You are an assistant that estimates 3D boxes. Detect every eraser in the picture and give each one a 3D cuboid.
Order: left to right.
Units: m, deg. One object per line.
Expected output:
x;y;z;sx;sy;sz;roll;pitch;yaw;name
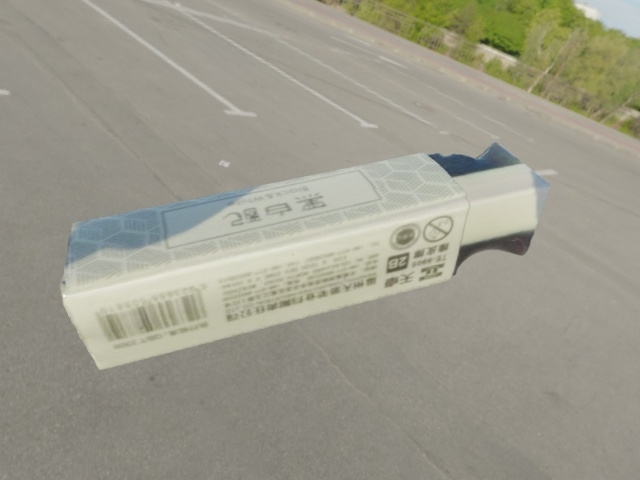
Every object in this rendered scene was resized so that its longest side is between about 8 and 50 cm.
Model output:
0.000;0.000;0.439;0.405;0.098;0.096;-13;42;-15;eraser
